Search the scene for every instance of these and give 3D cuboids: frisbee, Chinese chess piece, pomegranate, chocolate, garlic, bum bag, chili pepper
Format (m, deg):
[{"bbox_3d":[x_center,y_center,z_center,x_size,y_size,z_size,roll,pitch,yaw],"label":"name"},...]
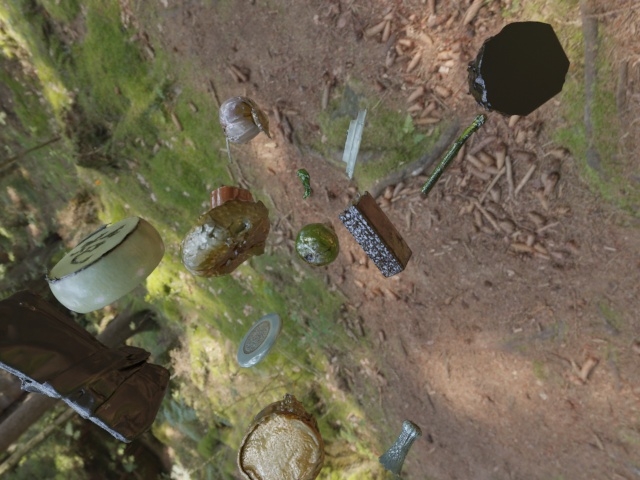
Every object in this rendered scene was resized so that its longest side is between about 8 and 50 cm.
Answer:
[{"bbox_3d":[-0.107,0.171,0.769,0.014,0.110,0.110,45,147,-22],"label":"frisbee"},{"bbox_3d":[-0.665,0.064,1.383,0.349,0.349,0.147,1,129,44],"label":"Chinese chess piece"},{"bbox_3d":[-0.011,-0.003,1.745,0.179,0.211,0.179,1,148,0],"label":"pomegranate"},{"bbox_3d":[0.312,-0.289,0.765,0.156,0.156,0.133,53,-177,-16],"label":"chocolate"},{"bbox_3d":[-0.272,-0.401,1.647,0.206,0.207,0.257,16,105,32],"label":"garlic"},{"bbox_3d":[-0.316,0.160,0.573,0.248,0.123,0.060,35,114,-12],"label":"bum bag"},{"bbox_3d":[-0.039,-0.149,1.144,0.034,0.091,0.030,-19,157,10],"label":"chili pepper"}]

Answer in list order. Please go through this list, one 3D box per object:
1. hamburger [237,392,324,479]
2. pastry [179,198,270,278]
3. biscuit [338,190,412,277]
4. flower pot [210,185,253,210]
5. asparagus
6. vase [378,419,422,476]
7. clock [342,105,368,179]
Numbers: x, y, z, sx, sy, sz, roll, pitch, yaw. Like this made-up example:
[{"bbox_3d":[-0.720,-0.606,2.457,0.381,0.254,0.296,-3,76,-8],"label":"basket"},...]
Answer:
[{"bbox_3d":[-0.110,0.590,1.265,0.242,0.286,0.146,-1,167,-1],"label":"hamburger"},{"bbox_3d":[-0.235,0.006,1.122,0.121,0.257,0.236,49,136,14],"label":"pastry"},{"bbox_3d":[0.155,-0.020,1.243,0.070,0.106,0.252,-29,105,38],"label":"biscuit"},{"bbox_3d":[-0.376,-0.109,1.866,0.190,0.173,0.191,-2,155,-1],"label":"flower pot"},{"bbox_3d":[0.175,-0.114,0.586,0.018,0.015,0.127,24,115,-25],"label":"asparagus"},{"bbox_3d":[0.246,0.619,1.333,0.081,0.149,0.081,33,178,2],"label":"vase"},{"bbox_3d":[0.107,-0.317,1.430,0.053,0.237,0.237,13,141,4],"label":"clock"}]
